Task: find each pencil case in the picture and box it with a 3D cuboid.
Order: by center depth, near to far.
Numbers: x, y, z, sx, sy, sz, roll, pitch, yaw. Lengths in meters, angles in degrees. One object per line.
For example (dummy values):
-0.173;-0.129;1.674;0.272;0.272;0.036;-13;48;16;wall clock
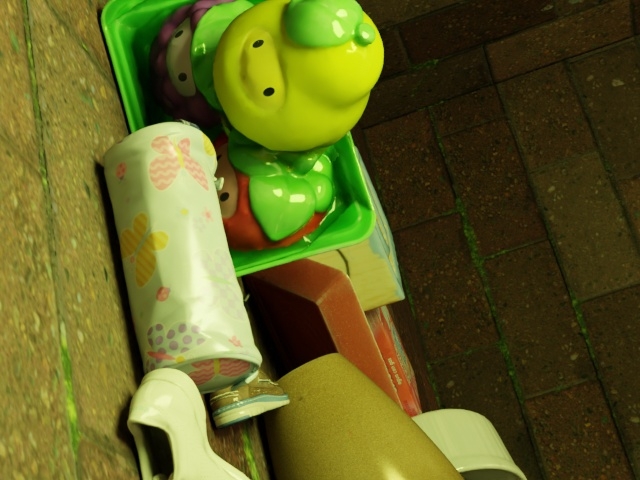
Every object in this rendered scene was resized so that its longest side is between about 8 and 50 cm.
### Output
-0.139;0.019;1.205;0.124;0.113;0.273;19;50;-51;pencil case

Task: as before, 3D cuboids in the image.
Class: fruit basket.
-0.078;-0.151;1.371;0.392;0.283;0.392;164;-90;-84;fruit basket

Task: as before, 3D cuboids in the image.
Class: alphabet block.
0.000;0.000;1.857;0.193;0.197;0.192;-96;164;-57;alphabet block

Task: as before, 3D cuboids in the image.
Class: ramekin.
0.196;0.405;2.023;0.277;0.277;0.135;61;6;-50;ramekin

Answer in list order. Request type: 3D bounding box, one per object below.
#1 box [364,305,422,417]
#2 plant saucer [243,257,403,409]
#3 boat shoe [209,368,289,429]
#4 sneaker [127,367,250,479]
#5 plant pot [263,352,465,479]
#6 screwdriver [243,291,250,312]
0.059;0.187;2.015;0.154;0.142;0.300;-96;166;-55;box
-0.007;0.136;1.671;0.259;0.048;0.258;18;-44;55;plant saucer
-0.083;0.172;1.402;0.183;0.066;0.066;16;55;-80;boat shoe
-0.119;0.226;1.090;0.212;0.080;0.094;62;22;-15;sneaker
0.038;0.278;1.513;0.254;0.237;0.237;60;5;17;plant pot
-0.101;0.083;1.622;0.170;0.025;0.024;-47;118;-80;screwdriver
